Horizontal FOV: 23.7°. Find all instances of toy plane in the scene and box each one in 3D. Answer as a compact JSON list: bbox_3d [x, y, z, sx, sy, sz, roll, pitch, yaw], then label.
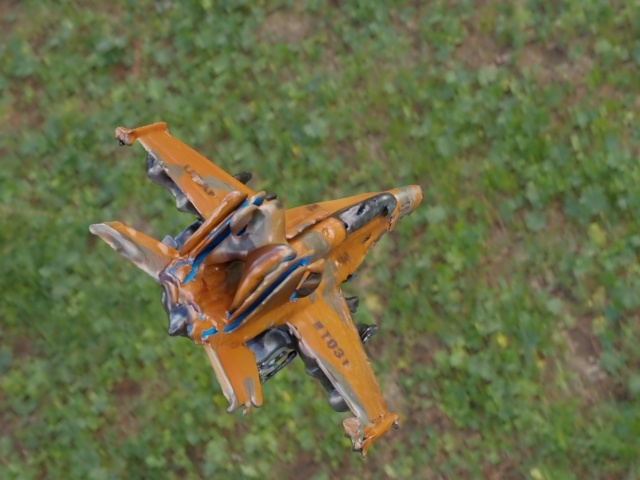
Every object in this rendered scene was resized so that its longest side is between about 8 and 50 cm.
[{"bbox_3d":[-0.008,0.007,0.537,0.062,0.188,0.135,-40,84,19],"label":"toy plane"}]
